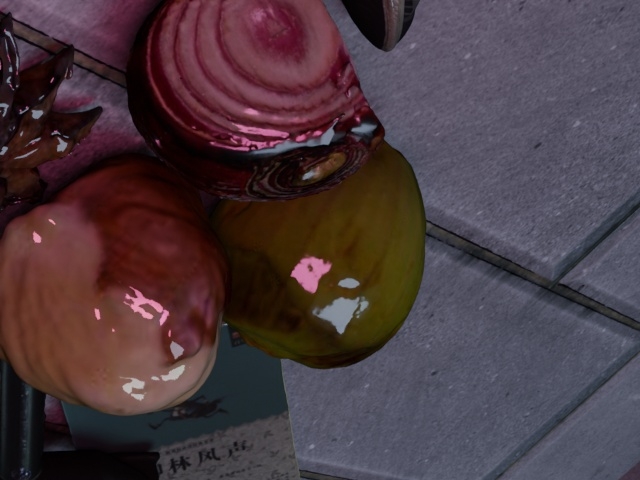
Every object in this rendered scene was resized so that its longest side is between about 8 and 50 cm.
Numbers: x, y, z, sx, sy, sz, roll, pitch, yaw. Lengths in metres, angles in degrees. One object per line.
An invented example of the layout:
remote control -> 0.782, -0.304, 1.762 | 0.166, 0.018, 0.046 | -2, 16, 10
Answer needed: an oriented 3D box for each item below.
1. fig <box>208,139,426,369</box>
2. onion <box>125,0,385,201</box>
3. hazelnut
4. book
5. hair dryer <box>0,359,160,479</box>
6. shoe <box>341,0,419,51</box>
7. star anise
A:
fig -> 0.000, 0.000, 1.802 | 0.271, 0.239, 0.239 | -62, 154, -15
onion -> -0.072, -0.132, 1.550 | 0.207, 0.216, 0.206 | -19, 165, -7
hazelnut -> -0.212, 0.038, 1.627 | 0.261, 0.261, 0.241 | -42, 147, 11
book -> -0.163, 0.231, 2.026 | 0.264, 0.031, 0.379 | -16, 137, -7
hair dryer -> -0.287, 0.221, 1.884 | 0.244, 0.116, 0.302 | -3, 128, -16
shoe -> 0.080, -0.278, 1.603 | 0.112, 0.099, 0.227 | -33, 151, -19
star anise -> -0.298, -0.072, 1.497 | 0.272, 0.102, 0.272 | -29, 150, -19
